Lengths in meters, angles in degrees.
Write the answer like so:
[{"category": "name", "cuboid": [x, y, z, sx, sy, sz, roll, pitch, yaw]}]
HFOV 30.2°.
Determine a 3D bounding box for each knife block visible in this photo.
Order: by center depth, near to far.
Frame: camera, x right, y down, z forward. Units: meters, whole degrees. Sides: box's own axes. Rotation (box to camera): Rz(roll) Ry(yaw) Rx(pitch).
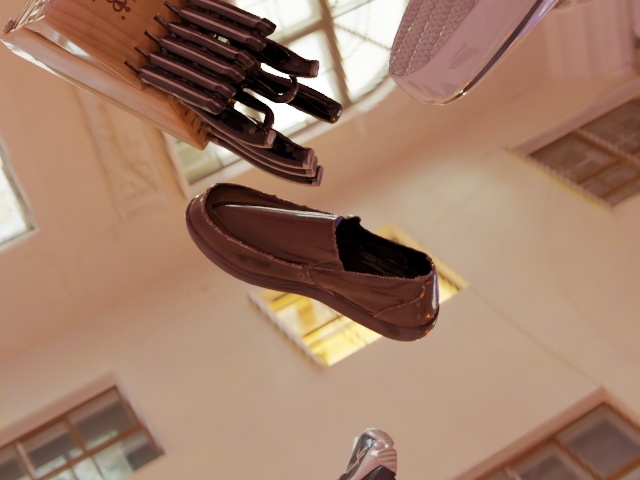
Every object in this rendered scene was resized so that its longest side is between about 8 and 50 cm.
[{"category": "knife block", "cuboid": [-0.112, -0.133, 0.946, 0.242, 0.088, 0.276, 37, -12, -23]}]

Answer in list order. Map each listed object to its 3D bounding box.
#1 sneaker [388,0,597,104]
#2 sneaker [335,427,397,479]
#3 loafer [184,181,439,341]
[{"category": "sneaker", "cuboid": [0.138, -0.158, 0.581, 0.091, 0.258, 0.094, 40, -3, -22]}, {"category": "sneaker", "cuboid": [-0.006, 0.274, 1.176, 0.235, 0.153, 0.094, -83, 180, -45]}, {"category": "loafer", "cuboid": [0.000, 0.000, 1.570, 0.366, 0.134, 0.130, 22, -46, 3]}]
